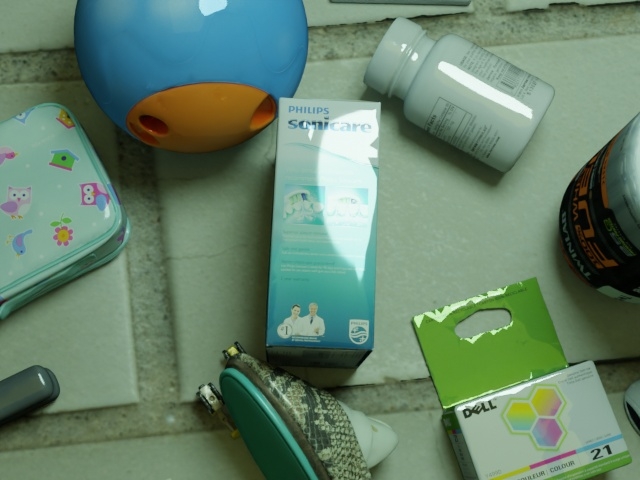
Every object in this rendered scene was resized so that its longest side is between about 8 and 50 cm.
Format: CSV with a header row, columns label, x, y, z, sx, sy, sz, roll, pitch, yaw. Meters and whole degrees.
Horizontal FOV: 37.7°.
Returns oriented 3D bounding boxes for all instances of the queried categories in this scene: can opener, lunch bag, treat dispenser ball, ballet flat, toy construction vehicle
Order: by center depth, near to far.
label,x,y,z,sx,sy,sz,roll,pitch,yaw
ballet flat,0.047,0.334,1.126,0.182,0.164,0.482,-22,84,-29
can opener,-0.471,0.213,1.158,0.284,0.076,0.095,-26,80,-9
treat dispenser ball,-0.158,-0.251,1.165,0.288,0.288,0.288,0,77,-2
lunch bag,-0.398,-0.025,1.199,0.279,0.108,0.224,-28,83,-7
toy construction vehicle,-0.110,0.193,1.200,0.086,0.035,0.098,-38,83,-21

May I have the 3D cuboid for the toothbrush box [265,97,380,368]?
label,x,y,z,sx,sy,sz,roll,pitch,yaw
toothbrush box,0.000,0.000,1.152,0.126,0.216,0.295,2,76,-2

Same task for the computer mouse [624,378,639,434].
label,x,y,z,sx,sy,sz,roll,pitch,yaw
computer mouse,0.456,0.265,1.195,0.106,0.042,0.193,-29,80,-7

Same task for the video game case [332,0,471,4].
label,x,y,z,sx,sy,sz,roll,pitch,yaw
video game case,0.116,-0.428,1.353,0.202,0.023,0.183,1,77,-1

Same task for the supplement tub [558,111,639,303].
label,x,y,z,sx,sy,sz,roll,pitch,yaw
supplement tub,0.409,-0.039,1.111,0.207,0.338,0.207,0,77,-1

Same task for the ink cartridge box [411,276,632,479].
label,x,y,z,sx,sy,sz,roll,pitch,yaw
ink cartridge box,0.244,0.184,1.178,0.189,0.097,0.255,-18,79,-6

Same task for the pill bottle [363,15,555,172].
label,x,y,z,sx,sy,sz,roll,pitch,yaw
pill bottle,0.180,-0.199,1.246,0.229,0.131,0.131,30,78,5

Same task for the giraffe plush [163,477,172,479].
label,x,y,z,sx,sy,sz,roll,pitch,yaw
giraffe plush,-0.138,0.369,1.084,0.181,0.170,0.210,-41,82,-10
